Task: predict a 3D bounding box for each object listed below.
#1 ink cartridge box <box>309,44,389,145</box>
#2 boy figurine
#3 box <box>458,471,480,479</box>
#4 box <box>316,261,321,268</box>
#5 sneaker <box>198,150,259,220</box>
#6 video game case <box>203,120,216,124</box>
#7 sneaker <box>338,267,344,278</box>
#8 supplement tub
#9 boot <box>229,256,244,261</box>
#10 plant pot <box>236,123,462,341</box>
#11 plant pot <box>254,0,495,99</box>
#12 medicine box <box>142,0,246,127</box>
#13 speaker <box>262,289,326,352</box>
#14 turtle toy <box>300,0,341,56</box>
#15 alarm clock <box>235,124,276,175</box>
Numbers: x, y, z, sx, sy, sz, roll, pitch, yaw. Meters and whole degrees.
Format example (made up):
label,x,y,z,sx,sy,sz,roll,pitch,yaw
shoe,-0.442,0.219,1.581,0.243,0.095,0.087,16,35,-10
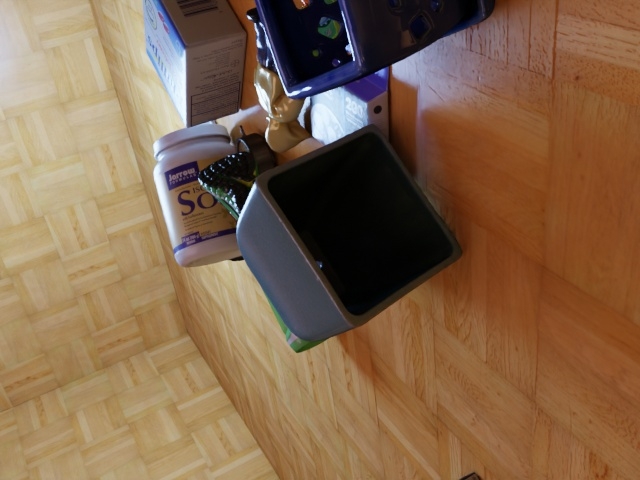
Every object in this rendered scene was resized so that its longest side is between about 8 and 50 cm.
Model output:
label,x,y,z,sx,sy,sz,roll,pitch,yaw
ink cartridge box,0.044,-0.231,1.171,0.206,0.045,0.208,46,148,46
boy figurine,-0.071,-0.294,1.330,0.177,0.092,0.285,43,149,49
box,0.301,0.552,1.322,0.191,0.045,0.184,59,156,24
box,0.000,0.000,1.493,0.183,0.059,0.233,58,157,29
sneaker,-0.166,-0.085,1.561,0.343,0.134,0.146,47,161,47
video game case,-0.342,-0.381,2.029,0.166,0.015,0.119,70,160,-5
sneaker,0.020,-0.041,1.312,0.300,0.121,0.111,55,156,31
supplement tub,-0.301,-0.115,1.844,0.241,0.240,0.332,148,107,-69
boot,-0.301,-0.116,2.055,0.338,0.118,0.223,54,154,27
plant pot,0.012,0.016,1.096,0.248,0.247,0.252,56,145,7
plant pot,0.055,-0.316,0.813,0.236,0.212,0.236,9,120,67
medicine box,-0.303,-0.465,1.653,0.264,0.149,0.289,60,158,20
speaker,-0.078,0.120,1.718,0.297,0.131,0.131,62,159,15
turtle toy,-0.004,-0.344,1.123,0.095,0.066,0.130,58,150,31
alarm clock,-0.143,-0.177,1.666,0.192,0.064,0.129,60,158,27
